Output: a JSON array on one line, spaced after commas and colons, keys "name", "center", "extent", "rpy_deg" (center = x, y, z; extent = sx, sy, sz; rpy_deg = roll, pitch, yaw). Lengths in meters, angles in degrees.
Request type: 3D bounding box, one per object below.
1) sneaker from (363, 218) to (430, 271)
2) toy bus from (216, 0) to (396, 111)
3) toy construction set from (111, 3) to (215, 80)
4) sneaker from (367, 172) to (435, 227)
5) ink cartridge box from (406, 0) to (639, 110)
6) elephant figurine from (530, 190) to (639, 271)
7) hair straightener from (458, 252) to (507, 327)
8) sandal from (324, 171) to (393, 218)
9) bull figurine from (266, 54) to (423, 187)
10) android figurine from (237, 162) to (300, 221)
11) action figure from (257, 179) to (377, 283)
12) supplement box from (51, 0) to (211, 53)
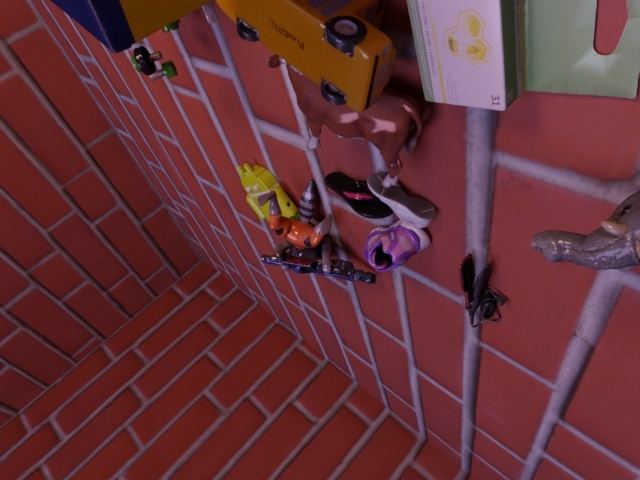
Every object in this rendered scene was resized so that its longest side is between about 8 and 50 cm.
[{"name": "sneaker", "center": [0.142, 0.026, 0.975], "extent": [0.095, 0.104, 0.236], "rpy_deg": [46, 160, -2]}, {"name": "toy bus", "center": [-0.026, -0.332, 0.627], "extent": [0.333, 0.130, 0.108], "rpy_deg": [41, 157, 16]}, {"name": "toy construction set", "center": [-0.323, -0.515, 0.852], "extent": [0.257, 0.237, 0.308], "rpy_deg": [-90, -19, -78]}, {"name": "sneaker", "center": [0.151, -0.074, 0.853], "extent": [0.152, 0.054, 0.061], "rpy_deg": [39, 160, 18]}, {"name": "ink cartridge box", "center": [0.209, -0.229, 0.476], "extent": [0.235, 0.056, 0.171], "rpy_deg": [28, 151, 44]}, {"name": "elephant figurine", "center": [0.372, -0.017, 0.423], "extent": [0.239, 0.186, 0.169], "rpy_deg": [-120, 35, -65]}, {"name": "hair straightener", "center": [0.323, 0.120, 0.873], "extent": [0.089, 0.047, 0.230], "rpy_deg": [31, 154, 36]}, {"name": "sandal", "center": [0.078, -0.104, 0.927], "extent": [0.179, 0.067, 0.040], "rpy_deg": [38, 146, 28]}, {"name": "bull figurine", "center": [0.038, -0.223, 0.745], "extent": [0.310, 0.101, 0.188], "rpy_deg": [37, 160, 30]}, {"name": "android figurine", "center": [-0.156, -0.123, 1.341], "extent": [0.272, 0.056, 0.248], "rpy_deg": [54, 158, -21]}, {"name": "action figure", "center": [0.000, 0.000, 1.204], "extent": [0.342, 0.178, 0.330], "rpy_deg": [12, 156, 11]}, {"name": "supplement box", "center": [-0.146, -0.393, 0.434], "extent": [0.194, 0.356, 0.195], "rpy_deg": [39, 157, 18]}]
